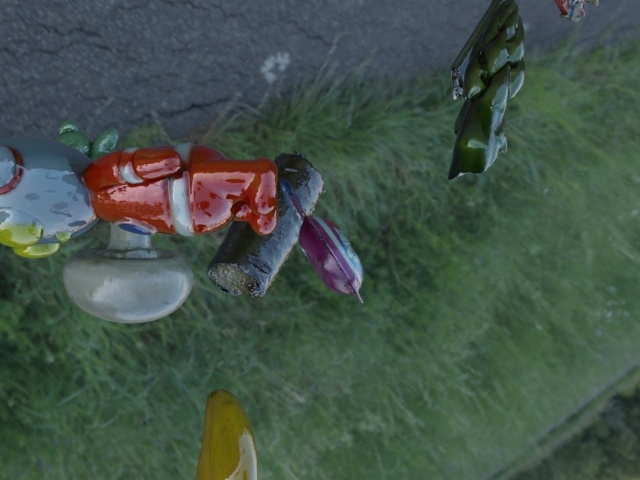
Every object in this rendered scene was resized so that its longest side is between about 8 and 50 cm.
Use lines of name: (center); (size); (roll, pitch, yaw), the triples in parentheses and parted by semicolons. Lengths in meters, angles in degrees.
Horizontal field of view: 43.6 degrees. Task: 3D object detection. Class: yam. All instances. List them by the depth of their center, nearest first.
yam: (-0.094, -0.025, 1.471); (0.131, 0.131, 0.279); (77, 33, -51)

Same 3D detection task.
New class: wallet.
wallet: (0.294, -0.351, 1.445); (0.198, 0.031, 0.110); (-58, 156, -15)

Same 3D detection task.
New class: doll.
doll: (-0.208, -0.039, 0.737); (0.337, 0.105, 0.200); (1, 167, -3)
doll: (-0.318, -0.107, 1.136); (0.077, 0.151, 0.115); (-74, -178, -83)

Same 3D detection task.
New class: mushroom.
mushroom: (-0.296, 0.039, 1.293); (0.209, 0.206, 0.206); (-56, 145, 4)

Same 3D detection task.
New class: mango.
mango: (-0.116, 0.282, 1.001); (0.075, 0.190, 0.098); (9, 164, -34)

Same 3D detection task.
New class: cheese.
cheese: (0.000, 0.000, 0.731); (0.038, 0.145, 0.095); (-32, 145, -4)

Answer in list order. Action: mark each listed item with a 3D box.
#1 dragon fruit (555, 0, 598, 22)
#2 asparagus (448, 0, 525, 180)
dragon fruit: (0.263, -0.291, 0.810); (0.153, 0.110, 0.153); (-21, 167, -5)
asparagus: (0.211, -0.185, 0.993); (0.080, 0.080, 0.287); (50, 50, -56)
